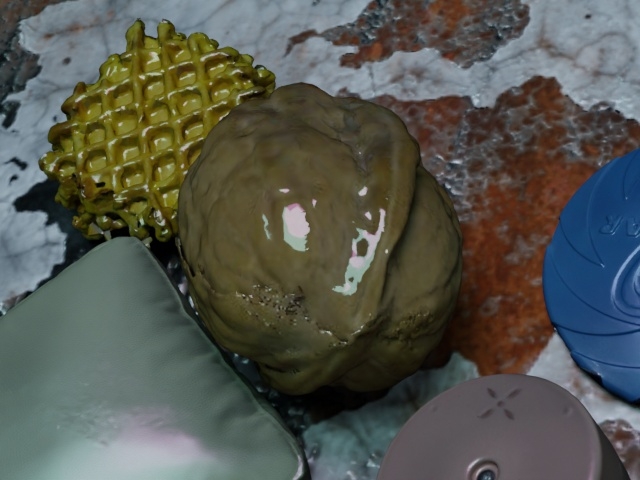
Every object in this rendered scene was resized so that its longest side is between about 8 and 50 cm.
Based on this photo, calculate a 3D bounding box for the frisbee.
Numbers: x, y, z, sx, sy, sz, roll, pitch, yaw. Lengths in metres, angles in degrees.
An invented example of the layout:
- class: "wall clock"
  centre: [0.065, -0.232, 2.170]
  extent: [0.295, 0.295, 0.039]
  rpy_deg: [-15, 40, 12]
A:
- class: "frisbee"
  centre: [0.271, 0.011, 1.076]
  extent: [0.242, 0.045, 0.242]
  rpy_deg: [-8, 54, 11]

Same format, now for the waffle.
- class: "waffle"
  centre: [-0.123, -0.078, 1.252]
  extent: [0.193, 0.070, 0.197]
  rpy_deg: [14, 63, 26]

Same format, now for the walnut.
- class: "walnut"
  centre: [0.000, 0.000, 1.075]
  extent: [0.198, 0.198, 0.245]
  rpy_deg: [-20, 34, 3]

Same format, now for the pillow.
- class: "pillow"
  centre: [-0.193, 0.168, 1.063]
  extent: [0.322, 0.120, 0.255]
  rpy_deg: [-35, 58, -9]

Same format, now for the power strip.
- class: "power strip"
  centre: [0.115, 0.161, 0.981]
  extent: [0.154, 0.078, 0.154]
  rpy_deg: [-19, 45, 20]
